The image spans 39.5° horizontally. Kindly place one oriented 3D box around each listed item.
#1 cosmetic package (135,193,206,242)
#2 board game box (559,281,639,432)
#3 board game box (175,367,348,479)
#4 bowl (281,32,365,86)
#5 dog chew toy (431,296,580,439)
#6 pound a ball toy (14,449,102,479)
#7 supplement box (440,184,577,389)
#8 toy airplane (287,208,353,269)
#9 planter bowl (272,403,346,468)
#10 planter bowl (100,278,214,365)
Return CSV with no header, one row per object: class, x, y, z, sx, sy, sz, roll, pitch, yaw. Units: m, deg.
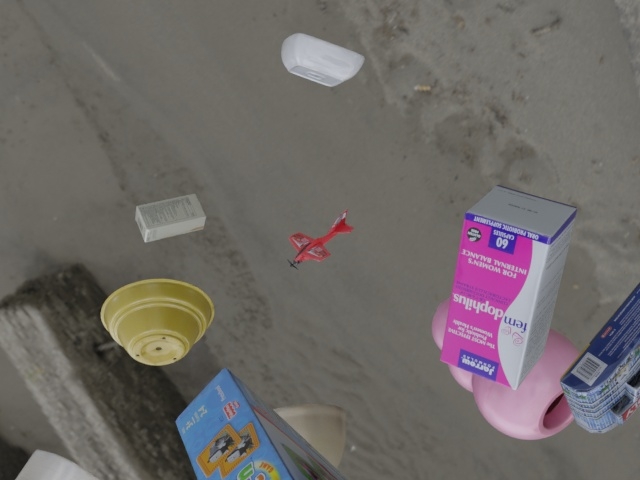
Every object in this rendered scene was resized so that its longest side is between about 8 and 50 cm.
cosmetic package,-0.273,-0.041,1.622,0.060,0.115,0.041,63,151,28
board game box,0.381,0.146,1.063,0.060,0.194,0.194,36,170,37
board game box,0.029,0.145,0.330,0.160,0.039,0.211,47,175,-22
bowl,-0.003,-0.325,1.629,0.141,0.142,0.053,17,89,-16
dog chew toy,0.330,0.213,1.646,0.332,0.206,0.207,43,141,46
pound a ball toy,-0.289,0.329,0.713,0.135,0.319,0.208,41,154,-19
supplement box,0.238,0.059,1.136,0.111,0.114,0.220,18,120,26
toy airplane,0.000,0.000,1.648,0.151,0.151,0.028,-16,126,35
planter bowl,-0.033,0.332,1.397,0.162,0.109,0.162,-6,154,-3
planter bowl,-0.308,0.175,1.694,0.217,0.090,0.217,-5,138,-5
